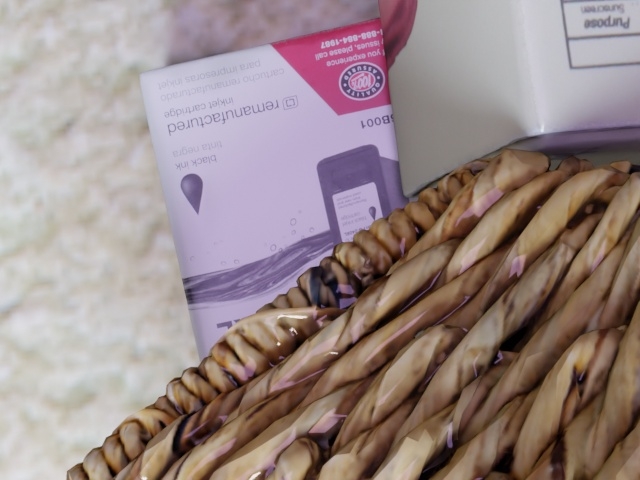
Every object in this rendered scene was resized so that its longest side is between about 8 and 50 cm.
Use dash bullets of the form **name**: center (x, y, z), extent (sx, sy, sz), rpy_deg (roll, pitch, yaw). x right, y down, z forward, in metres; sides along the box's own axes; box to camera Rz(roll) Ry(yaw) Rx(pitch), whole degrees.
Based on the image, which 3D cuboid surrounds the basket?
- **basket**: center (0.086, 0.118, 0.450), extent (0.223, 0.299, 0.213), rpy_deg (-3, 45, 37)

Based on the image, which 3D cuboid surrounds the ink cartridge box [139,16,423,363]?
- **ink cartridge box**: center (0.000, 0.000, 0.553), extent (0.109, 0.063, 0.151), rpy_deg (-13, 86, 0)

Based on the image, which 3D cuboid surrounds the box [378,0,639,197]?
- **box**: center (0.100, -0.140, 0.488), extent (0.148, 0.127, 0.232), rpy_deg (-5, 85, -17)
